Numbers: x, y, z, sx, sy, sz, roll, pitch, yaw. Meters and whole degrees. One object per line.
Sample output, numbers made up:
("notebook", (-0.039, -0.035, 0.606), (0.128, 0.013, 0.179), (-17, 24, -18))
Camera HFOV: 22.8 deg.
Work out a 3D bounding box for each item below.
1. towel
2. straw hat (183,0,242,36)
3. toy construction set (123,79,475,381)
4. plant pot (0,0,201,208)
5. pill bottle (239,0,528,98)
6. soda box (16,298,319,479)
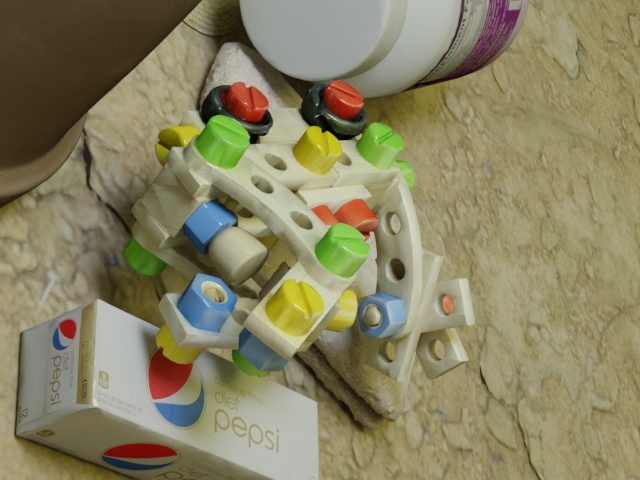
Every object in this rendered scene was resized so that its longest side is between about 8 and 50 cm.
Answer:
("towel", (-0.007, -0.001, 1.235), (0.282, 0.049, 0.187), (47, 37, -29))
("straw hat", (-0.083, -0.240, 1.254), (0.144, 0.061, 0.144), (34, 44, -42))
("toy construction set", (0.000, 0.000, 1.068), (0.215, 0.151, 0.327), (51, 19, 24))
("plant pot", (-0.178, -0.164, 0.911), (0.263, 0.229, 0.263), (35, 45, -43))
("pill bottle", (0.054, -0.206, 1.316), (0.301, 0.169, 0.169), (-22, 90, -63))
("soda box", (-0.092, 0.113, 1.019), (0.216, 0.069, 0.074), (30, 48, -44))
